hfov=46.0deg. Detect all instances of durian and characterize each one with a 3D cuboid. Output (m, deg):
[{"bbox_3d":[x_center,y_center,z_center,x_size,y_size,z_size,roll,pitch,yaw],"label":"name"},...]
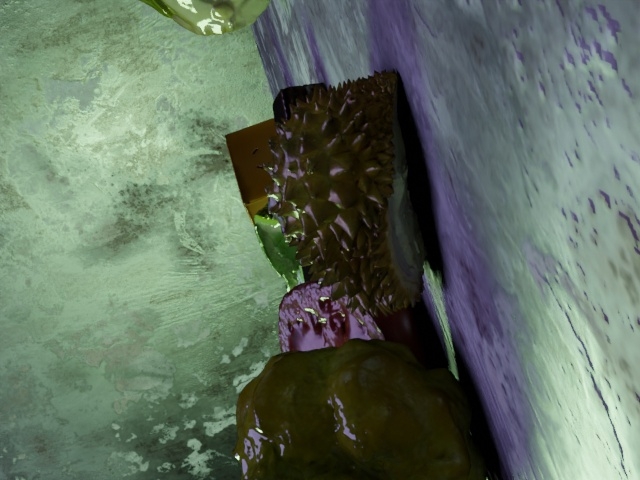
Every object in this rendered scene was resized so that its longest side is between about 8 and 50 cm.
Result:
[{"bbox_3d":[-0.005,0.049,1.410,0.157,0.169,0.356,-118,7,-60],"label":"durian"},{"bbox_3d":[0.024,-0.035,0.694,0.183,0.137,0.250,55,171,52],"label":"durian"}]

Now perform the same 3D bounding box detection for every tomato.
[{"bbox_3d":[0.058,0.126,0.942,0.233,0.139,0.201,-18,95,52],"label":"tomato"}]

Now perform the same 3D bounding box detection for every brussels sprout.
[{"bbox_3d":[-0.232,-0.513,1.271,0.344,0.268,0.344,90,154,-77],"label":"brussels sprout"}]

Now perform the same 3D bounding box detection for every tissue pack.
[{"bbox_3d":[-0.098,-0.157,1.805,0.145,0.194,0.275,68,-178,-46],"label":"tissue pack"}]

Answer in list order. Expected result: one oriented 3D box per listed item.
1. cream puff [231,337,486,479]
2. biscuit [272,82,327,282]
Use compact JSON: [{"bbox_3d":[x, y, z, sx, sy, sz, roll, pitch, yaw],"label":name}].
[{"bbox_3d":[0.035,0.237,0.764,0.185,0.281,0.282,-67,-35,-57],"label":"cream puff"},{"bbox_3d":[-0.001,-0.038,1.138,0.107,0.073,0.389,165,93,-78],"label":"biscuit"}]
